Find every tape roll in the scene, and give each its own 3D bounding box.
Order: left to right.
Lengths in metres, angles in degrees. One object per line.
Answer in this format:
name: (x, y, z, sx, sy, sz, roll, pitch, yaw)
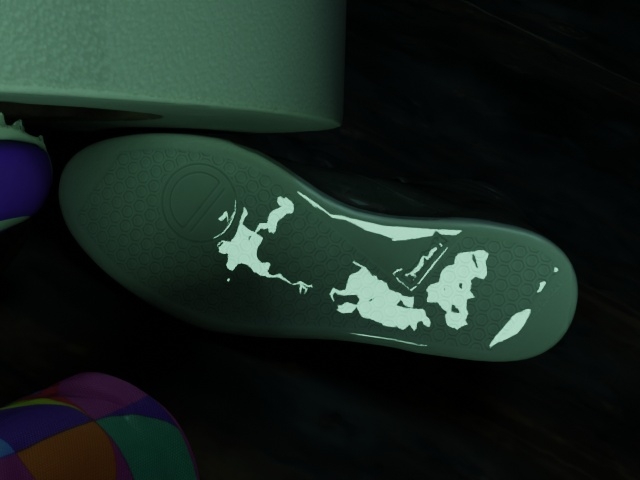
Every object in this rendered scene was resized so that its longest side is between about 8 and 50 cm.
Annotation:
tape roll: (-0.181, -0.096, 0.705, 0.391, 0.072, 0.392, 2, 2, 0)

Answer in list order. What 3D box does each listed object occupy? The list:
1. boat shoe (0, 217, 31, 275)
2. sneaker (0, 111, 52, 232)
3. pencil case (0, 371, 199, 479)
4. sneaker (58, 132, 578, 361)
boat shoe: (-0.209, 0.019, 0.703, 0.072, 0.068, 0.190, -1, 22, 16)
sneaker: (-0.218, 0.047, 0.548, 0.293, 0.102, 0.146, -24, 93, -41)
pencil case: (-0.143, 0.123, 0.499, 0.104, 0.104, 0.236, 32, 30, 23)
sneaker: (0.000, 0.000, 0.855, 0.295, 0.105, 0.147, 12, 8, 5)
